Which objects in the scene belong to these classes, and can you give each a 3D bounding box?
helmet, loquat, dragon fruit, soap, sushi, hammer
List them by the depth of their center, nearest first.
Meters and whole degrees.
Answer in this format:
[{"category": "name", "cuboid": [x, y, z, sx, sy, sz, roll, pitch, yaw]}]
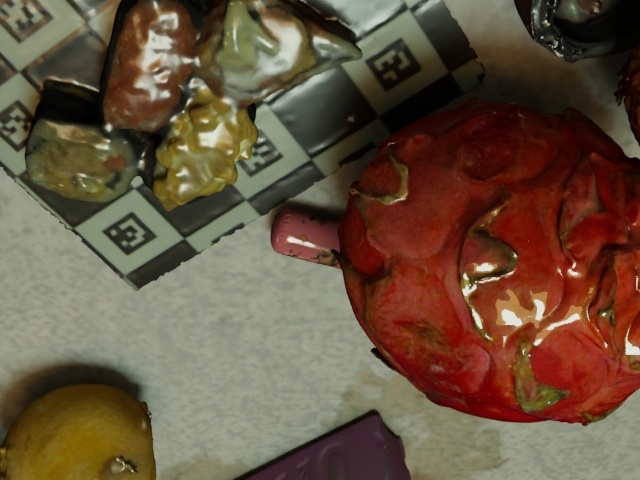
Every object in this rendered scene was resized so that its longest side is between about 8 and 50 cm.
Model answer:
[{"category": "sushi", "cuboid": [-0.109, -0.134, 0.598, 0.343, 0.064, 0.359, -31, 124, 15]}, {"category": "helmet", "cuboid": [0.176, -0.176, 0.599, 0.123, 0.070, 0.098, 6, 140, -43]}, {"category": "dragon fruit", "cuboid": [0.134, 0.015, 0.631, 0.253, 0.241, 0.240, 9, 127, 6]}, {"category": "hammer", "cuboid": [0.000, 0.000, 0.728, 0.083, 0.043, 0.043, 13, 124, -19]}, {"category": "loquat", "cuboid": [-0.211, 0.193, 0.785, 0.141, 0.141, 0.141, -4, 127, -5]}, {"category": "soap", "cuboid": [-0.009, 0.264, 0.873, 0.203, 0.122, 0.065, -30, 123, 13]}]

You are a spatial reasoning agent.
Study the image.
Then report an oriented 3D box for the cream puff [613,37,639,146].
[{"category": "cream puff", "cuboid": [0.318, -0.107, 0.576, 0.240, 0.163, 0.240, -21, 162, -7]}]
